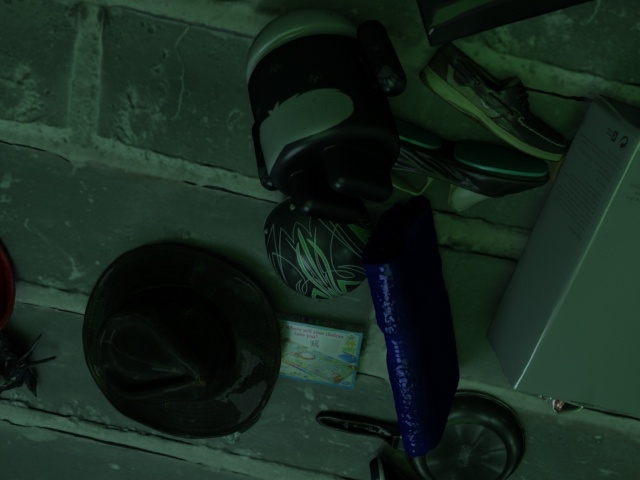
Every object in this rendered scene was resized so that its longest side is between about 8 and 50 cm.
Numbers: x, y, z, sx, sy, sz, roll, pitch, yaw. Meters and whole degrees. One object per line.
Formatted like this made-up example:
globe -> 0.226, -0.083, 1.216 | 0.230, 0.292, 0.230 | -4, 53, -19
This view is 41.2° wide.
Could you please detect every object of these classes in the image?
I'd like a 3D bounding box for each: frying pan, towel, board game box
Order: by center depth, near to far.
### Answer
towel -> 0.125, 0.117, 1.197 | 0.076, 0.228, 0.308 | -4, 113, 22
board game box -> -0.015, 0.172, 1.340 | 0.154, 0.026, 0.103 | 10, 113, 3
frying pan -> 0.177, 0.303, 1.363 | 0.326, 0.053, 0.197 | 29, 112, -8

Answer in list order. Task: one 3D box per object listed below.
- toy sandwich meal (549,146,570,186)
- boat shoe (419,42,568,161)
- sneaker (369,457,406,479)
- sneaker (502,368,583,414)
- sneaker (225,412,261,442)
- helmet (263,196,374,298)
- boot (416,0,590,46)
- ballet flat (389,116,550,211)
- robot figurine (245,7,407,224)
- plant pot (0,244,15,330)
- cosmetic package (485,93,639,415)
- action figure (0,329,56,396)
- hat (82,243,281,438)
toy sandwich meal -> 0.361, -0.093, 1.186 | 0.085, 0.029, 0.086 | 3, 110, 9
boat shoe -> 0.241, -0.186, 1.134 | 0.223, 0.080, 0.073 | 31, 117, -1
sneaker -> 0.164, 0.432, 1.403 | 0.097, 0.084, 0.235 | -30, 113, 10
sneaker -> 0.342, 0.220, 1.293 | 0.134, 0.070, 0.051 | 22, 115, -1
sneaker -> -0.156, 0.242, 1.377 | 0.076, 0.065, 0.166 | -33, 105, -3
helmet -> 0.000, 0.000, 1.194 | 0.169, 0.161, 0.169 | 2, 112, 6
boot -> 0.325, -0.297, 0.938 | 0.445, 0.367, 0.146 | -7, 137, 7
ballet flat -> 0.170, -0.102, 1.178 | 0.280, 0.095, 0.096 | 19, 123, 10
robot figurine -> 0.004, -0.161, 1.079 | 0.209, 0.278, 0.173 | -16, 154, 2
plant pot -> -0.590, 0.077, 1.289 | 0.174, 0.191, 0.191 | -18, 109, 22
cosmetic package -> 0.402, 0.031, 1.142 | 0.217, 0.156, 0.385 | 15, 115, -14
action figure -> -0.570, 0.233, 1.372 | 0.275, 0.141, 0.164 | -16, 124, 13
hat -> -0.229, 0.162, 1.266 | 0.331, 0.134, 0.331 | 1, 95, 13
